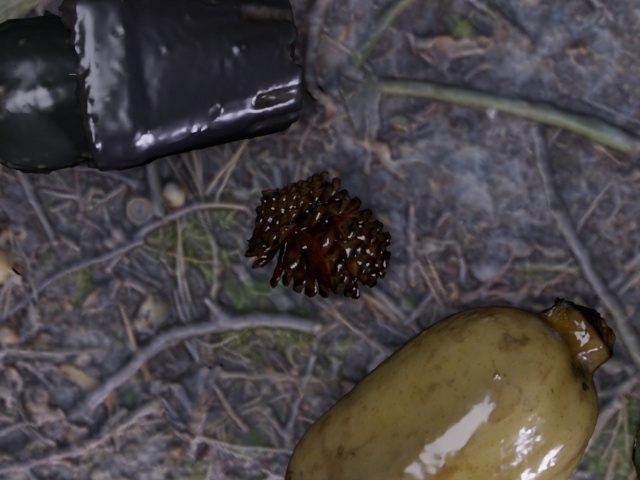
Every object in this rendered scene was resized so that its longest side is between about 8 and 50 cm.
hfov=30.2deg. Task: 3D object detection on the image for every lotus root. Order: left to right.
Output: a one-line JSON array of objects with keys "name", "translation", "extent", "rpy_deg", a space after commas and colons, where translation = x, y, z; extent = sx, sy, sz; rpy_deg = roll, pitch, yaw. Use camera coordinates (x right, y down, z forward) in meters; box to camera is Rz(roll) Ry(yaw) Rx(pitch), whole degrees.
[{"name": "lotus root", "translation": [0.099, 0.148, 0.879], "extent": [0.284, 0.160, 0.146], "rpy_deg": [-40, 48, 4]}]

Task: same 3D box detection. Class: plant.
[{"name": "plant", "translation": [-0.141, -0.126, 0.897], "extent": [0.256, 0.164, 0.141], "rpy_deg": [-10, 95, -6]}]

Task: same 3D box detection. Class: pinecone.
[{"name": "pinecone", "translation": [0.001, -0.004, 0.911], "extent": [0.109, 0.102, 0.102], "rpy_deg": [12, 95, -11]}]

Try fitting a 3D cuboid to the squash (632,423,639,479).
[{"name": "squash", "translation": [0.318, 0.171, 0.864], "extent": [0.170, 0.123, 0.170], "rpy_deg": [2, 99, 10]}]
